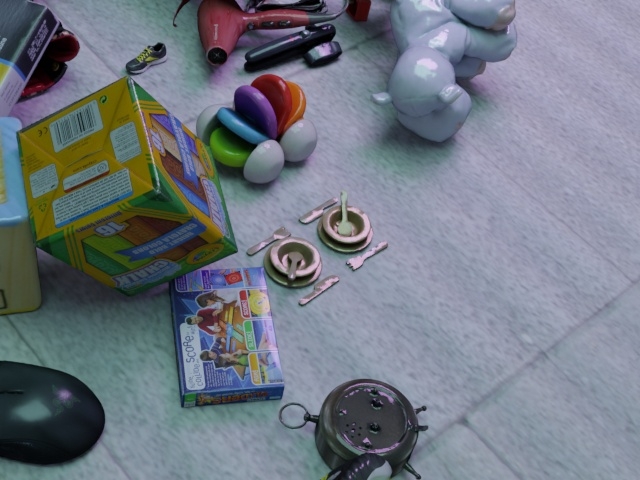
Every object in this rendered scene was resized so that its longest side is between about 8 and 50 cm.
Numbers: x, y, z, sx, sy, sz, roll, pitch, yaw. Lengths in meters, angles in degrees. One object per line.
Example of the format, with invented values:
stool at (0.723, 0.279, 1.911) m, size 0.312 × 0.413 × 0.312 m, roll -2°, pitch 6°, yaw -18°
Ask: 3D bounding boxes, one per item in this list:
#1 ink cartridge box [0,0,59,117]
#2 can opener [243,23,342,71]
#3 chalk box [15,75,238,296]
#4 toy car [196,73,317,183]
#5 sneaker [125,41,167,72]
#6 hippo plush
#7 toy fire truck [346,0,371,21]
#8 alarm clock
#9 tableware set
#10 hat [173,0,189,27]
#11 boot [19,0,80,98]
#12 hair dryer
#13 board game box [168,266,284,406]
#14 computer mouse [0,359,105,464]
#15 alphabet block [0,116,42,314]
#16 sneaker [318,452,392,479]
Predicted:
ink cartridge box at (-0.593, -0.256, 1.449) m, size 0.307 × 0.072 × 0.303 m, roll 19°, pitch 74°, yaw 11°
can opener at (-0.051, -0.340, 1.715) m, size 0.186 × 0.059 × 0.073 m, roll -18°, pitch 56°, yaw -24°
chalk box at (-0.236, -0.050, 1.298) m, size 0.180 × 0.289 × 0.179 m, roll -24°, pitch 63°, yaw 13°
toy car at (-0.096, -0.191, 1.531) m, size 0.159 × 0.136 × 0.182 m, roll 40°, pitch 55°, yaw 21°
sneaker at (-0.299, -0.315, 1.663) m, size 0.031 × 0.035 × 0.083 m, roll 40°, pitch 55°, yaw 23°
hippo plush at (0.208, -0.301, 1.603) m, size 0.234 × 0.294 × 0.236 m, roll -7°, pitch 57°, yaw 20°
toy fire truck at (0.096, -0.506, 1.887) m, size 0.135 × 0.047 × 0.192 m, roll -9°, pitch 53°, yaw -18°
alarm clock at (0.041, 0.238, 1.251) m, size 0.192 × 0.064 × 0.129 m, roll 9°, pitch 50°, yaw 1°
tableware set at (0.000, 0.000, 1.453) m, size 0.194 × 0.039 × 0.128 m, roll -33°, pitch 63°, yaw -31°
hat at (-0.235, -0.464, 1.801) m, size 0.173 × 0.183 × 0.208 m, roll 3°, pitch 4°, yaw 44°
boot at (-0.495, -0.394, 1.626) m, size 0.377 × 0.138 × 0.284 m, roll -33°, pitch 62°, yaw -27°
hair dryer at (-0.112, -0.396, 1.701) m, size 0.224 × 0.080 × 0.293 m, roll 17°, pitch 48°, yaw 35°
board game box at (-0.131, 0.127, 1.326) m, size 0.136 × 0.035 × 0.201 m, roll -2°, pitch 51°, yaw -12°
computer mouse at (-0.402, 0.208, 1.185) m, size 0.272 × 0.072 × 0.188 m, roll 3°, pitch 49°, yaw -8°
alphabet block at (-0.477, -0.025, 1.284) m, size 0.194 × 0.197 × 0.192 m, roll -5°, pitch 51°, yaw -15°
sneaker at (-0.007, 0.408, 1.072) m, size 0.147 × 0.145 × 0.384 m, roll 38°, pitch 54°, yaw -6°
